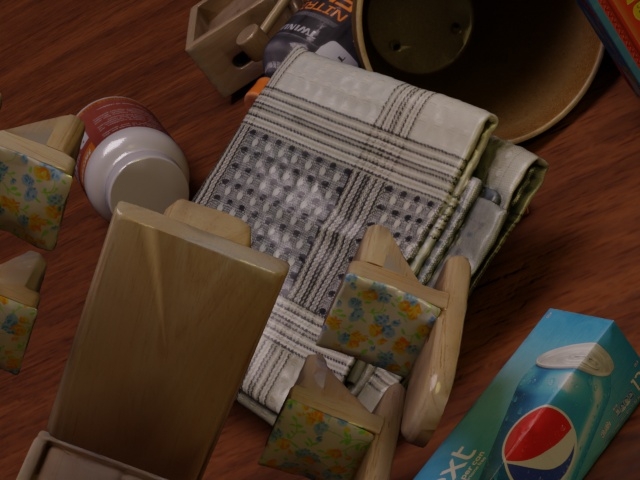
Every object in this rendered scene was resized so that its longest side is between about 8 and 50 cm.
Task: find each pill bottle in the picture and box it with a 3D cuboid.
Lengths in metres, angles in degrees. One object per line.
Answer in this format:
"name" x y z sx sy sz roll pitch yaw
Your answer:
"pill bottle" -0.220 -0.084 1.925 0.121 0.121 0.216 -39 26 -2
"pill bottle" 0.026 -0.209 1.805 0.246 0.130 0.130 -49 28 -19

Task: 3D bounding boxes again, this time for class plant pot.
"plant pot" 0.126 -0.215 1.626 0.237 0.237 0.254 -40 11 -4

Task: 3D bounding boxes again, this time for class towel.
"towel" 0.000 0.000 1.419 0.324 0.056 0.312 28 83 42

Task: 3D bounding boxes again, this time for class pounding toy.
"pounding toy" -0.065 -0.253 2.026 0.181 0.094 0.206 -30 28 17

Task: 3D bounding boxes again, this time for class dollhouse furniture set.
"dollhouse furniture set" -0.140 0.160 1.162 0.256 0.362 0.394 -74 5 -51

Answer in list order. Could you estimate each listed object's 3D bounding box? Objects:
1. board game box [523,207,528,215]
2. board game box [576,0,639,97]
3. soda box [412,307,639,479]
"board game box" 0.074 -0.059 1.569 0.145 0.027 0.281 -19 24 -10
"board game box" 0.330 -0.301 1.371 0.302 0.308 0.086 -35 33 7
"soda box" 0.141 0.148 1.173 0.210 0.067 0.071 -49 28 -19
